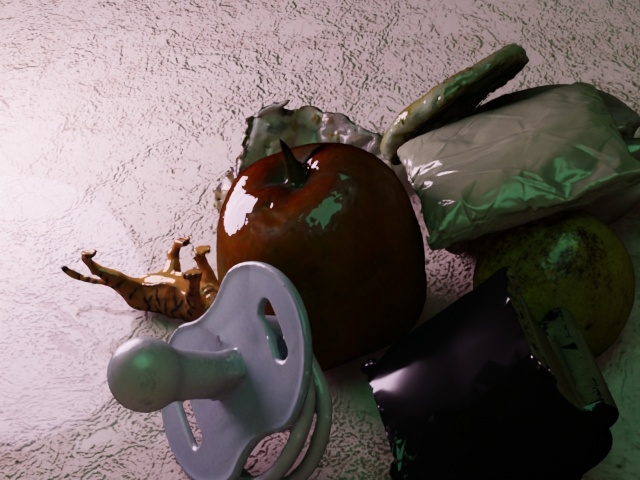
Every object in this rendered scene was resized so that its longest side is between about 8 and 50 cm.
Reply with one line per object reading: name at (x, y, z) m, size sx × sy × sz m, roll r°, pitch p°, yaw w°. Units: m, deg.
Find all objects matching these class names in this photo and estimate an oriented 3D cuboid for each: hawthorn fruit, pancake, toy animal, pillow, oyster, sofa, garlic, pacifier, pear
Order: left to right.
toy animal at (-0.220, 0.062, 2.188) m, size 0.255 × 0.116 × 0.114 m, roll 11°, pitch 24°, yaw 27°
pacifier at (-0.134, 0.165, 1.909) m, size 0.233 × 0.299 × 0.244 m, roll 8°, pitch 49°, yaw -36°
oyster at (-0.016, -0.093, 2.311) m, size 0.223 × 0.083 × 0.214 m, roll 23°, pitch 59°, yaw 6°
hawthorn fruit at (0.000, 0.000, 2.051) m, size 0.267 × 0.301 × 0.268 m, roll -9°, pitch 41°, yaw 8°
pancake at (0.178, -0.184, 2.262) m, size 0.253 × 0.253 × 0.037 m, roll -32°, pitch 80°, yaw -22°
sofa at (0.194, 0.191, 1.906) m, size 0.258 × 0.182 × 0.200 m, roll -36°, pitch 38°, yaw 15°
pillow at (0.241, -0.104, 2.074) m, size 0.274 × 0.076 × 0.281 m, roll -17°, pitch 28°, yaw 3°
garlic at (0.298, -0.099, 2.227) m, size 0.325 × 0.132 × 0.279 m, roll -14°, pitch 45°, yaw -1°
pear at (0.284, 0.050, 2.039) m, size 0.197 × 0.197 × 0.197 m, roll -5°, pitch 44°, yaw 5°
